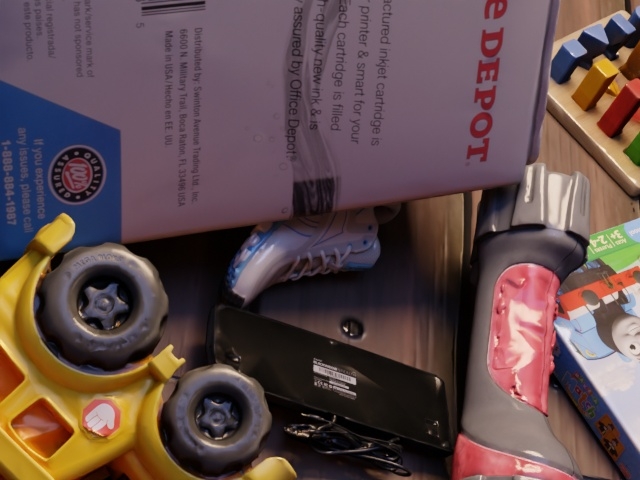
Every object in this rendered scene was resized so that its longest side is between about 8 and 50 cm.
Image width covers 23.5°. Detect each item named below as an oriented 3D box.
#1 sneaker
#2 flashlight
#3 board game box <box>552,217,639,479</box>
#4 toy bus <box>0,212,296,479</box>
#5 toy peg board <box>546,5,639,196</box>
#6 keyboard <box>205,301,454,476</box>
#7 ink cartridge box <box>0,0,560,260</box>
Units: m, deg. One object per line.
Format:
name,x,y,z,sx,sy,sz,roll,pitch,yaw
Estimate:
sneaker,0.000,0.000,1.142,0.083,0.071,0.191,42,50,3
flashlight,0.148,0.087,1.086,0.103,0.103,0.304,11,60,1
board game box,0.256,0.089,1.201,0.160,0.039,0.211,-18,64,-33
toy bus,-0.156,0.129,0.934,0.220,0.149,0.211,46,66,3
toy peg board,0.289,-0.146,1.368,0.161,0.079,0.160,-28,69,-37
keyboard,0.003,0.114,1.081,0.192,0.038,0.100,20,41,-19
ink cartridge box,-0.048,-0.168,1.049,0.395,0.285,0.166,-8,36,-18
